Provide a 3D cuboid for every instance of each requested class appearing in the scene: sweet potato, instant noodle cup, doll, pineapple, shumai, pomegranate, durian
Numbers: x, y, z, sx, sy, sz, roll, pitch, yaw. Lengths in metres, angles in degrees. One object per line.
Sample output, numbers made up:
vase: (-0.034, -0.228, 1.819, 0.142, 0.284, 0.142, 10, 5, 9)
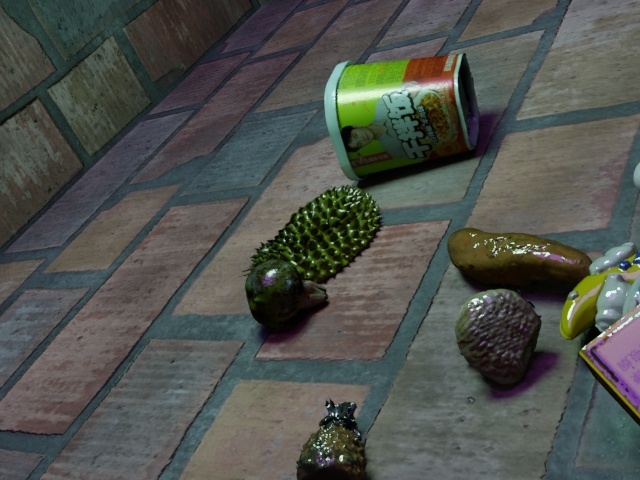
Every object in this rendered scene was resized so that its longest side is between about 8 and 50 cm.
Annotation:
sweet potato: (0.317, 0.032, 1.428, 0.106, 0.095, 0.354, -13, 13, -28)
instant noodle cup: (0.203, -0.303, 1.918, 0.307, 0.294, 0.294, -6, 35, 21)
doll: (0.477, 0.090, 1.183, 0.237, 0.111, 0.252, 12, 46, 46)
pineapple: (0.024, 0.312, 1.232, 0.108, 0.108, 0.198, -18, 19, 16)
shumai: (0.273, 0.147, 1.280, 0.145, 0.146, 0.116, -29, -8, -4)
pomegranate: (-0.072, 0.110, 1.611, 0.163, 0.138, 0.125, 15, 30, 9)
durian: (0.000, 0.000, 1.769, 0.351, 0.158, 0.169, -39, -4, -21)

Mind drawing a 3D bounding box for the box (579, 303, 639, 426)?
box: (0.478, 0.187, 0.945, 0.192, 0.084, 0.301, -40, 44, 5)

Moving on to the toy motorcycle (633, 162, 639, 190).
toy motorcycle: (0.604, -0.061, 1.356, 0.112, 0.112, 0.254, -20, 31, 14)
